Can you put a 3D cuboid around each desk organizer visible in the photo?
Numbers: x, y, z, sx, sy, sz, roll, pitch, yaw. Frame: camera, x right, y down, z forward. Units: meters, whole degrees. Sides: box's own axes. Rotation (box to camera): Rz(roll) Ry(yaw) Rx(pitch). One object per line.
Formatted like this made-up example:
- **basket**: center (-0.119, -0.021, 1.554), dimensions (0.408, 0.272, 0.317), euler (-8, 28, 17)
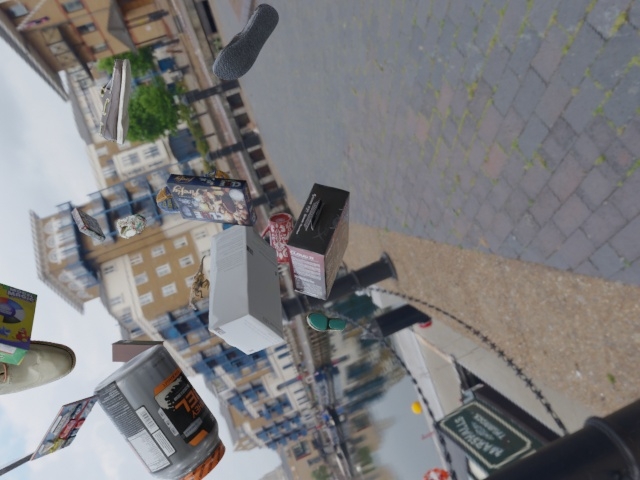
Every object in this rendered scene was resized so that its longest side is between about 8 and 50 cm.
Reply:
- **desk organizer**: center (-0.494, 0.300, 1.323), dimensions (0.047, 0.131, 0.050), euler (-11, -79, -83)

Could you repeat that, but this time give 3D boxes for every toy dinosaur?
- **toy dinosaur**: center (-0.433, 0.136, 1.731), dimensions (0.112, 0.064, 0.211), euler (-10, 62, 49)

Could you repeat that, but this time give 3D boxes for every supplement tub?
- **supplement tub**: center (-0.381, 0.431, 1.189), dimensions (0.315, 0.194, 0.193), euler (57, 172, -6)

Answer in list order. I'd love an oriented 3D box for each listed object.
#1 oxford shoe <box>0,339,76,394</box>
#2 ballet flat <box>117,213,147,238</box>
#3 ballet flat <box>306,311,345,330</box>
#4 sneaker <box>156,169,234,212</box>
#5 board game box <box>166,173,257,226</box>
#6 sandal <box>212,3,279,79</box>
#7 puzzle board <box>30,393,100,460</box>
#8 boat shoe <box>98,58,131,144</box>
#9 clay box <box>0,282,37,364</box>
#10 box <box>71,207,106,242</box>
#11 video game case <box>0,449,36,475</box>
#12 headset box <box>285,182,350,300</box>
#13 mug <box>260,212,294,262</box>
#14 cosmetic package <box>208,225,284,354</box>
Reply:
- **oxford shoe**: center (-0.841, 0.344, 1.234), dimensions (0.147, 0.398, 0.140), euler (-172, 78, -67)
- **ballet flat**: center (-0.776, -0.050, 1.975), dimensions (0.241, 0.091, 0.077), euler (-16, 54, 54)
- **ballet flat**: center (0.009, 0.268, 1.570), dimensions (0.052, 0.168, 0.057), euler (-16, 62, 45)
- **sneaker**: center (-0.448, -0.168, 1.793), dimensions (0.131, 0.297, 0.111), euler (5, -108, -77)
- **board game box**: center (-0.328, -0.122, 1.493), dimensions (0.165, 0.244, 0.042), euler (80, -160, -50)
- **sandal**: center (-0.219, -0.578, 1.438), dimensions (0.097, 0.254, 0.054), euler (35, -168, -46)
- **puzzle board**: center (-0.495, 0.365, 0.954), dimensions (0.011, 0.128, 0.096), euler (33, -176, 15)
- **boat shoe**: center (-0.738, -0.498, 1.746), dimensions (0.116, 0.097, 0.324), euler (-91, 19, -49)
- **clay box**: center (-0.699, 0.162, 1.064), dimensions (0.128, 0.053, 0.222), euler (30, -163, -37)
- **box**: center (-0.831, -0.055, 1.750), dimensions (0.137, 0.027, 0.094), euler (43, 180, 40)
- **video game case**: center (-1.097, 0.791, 1.681), dimensions (0.023, 0.213, 0.193), euler (66, -157, 6)
- **headset box**: center (0.000, 0.000, 1.362), dimensions (0.293, 0.110, 0.217), euler (86, -157, -58)
- **mug**: center (-0.161, -0.006, 1.891), dimensions (0.113, 0.150, 0.169), euler (26, 130, 44)
- **cosmetic package**: center (-0.247, 0.154, 1.624), dimensions (0.217, 0.156, 0.384), euler (48, -157, -47)
